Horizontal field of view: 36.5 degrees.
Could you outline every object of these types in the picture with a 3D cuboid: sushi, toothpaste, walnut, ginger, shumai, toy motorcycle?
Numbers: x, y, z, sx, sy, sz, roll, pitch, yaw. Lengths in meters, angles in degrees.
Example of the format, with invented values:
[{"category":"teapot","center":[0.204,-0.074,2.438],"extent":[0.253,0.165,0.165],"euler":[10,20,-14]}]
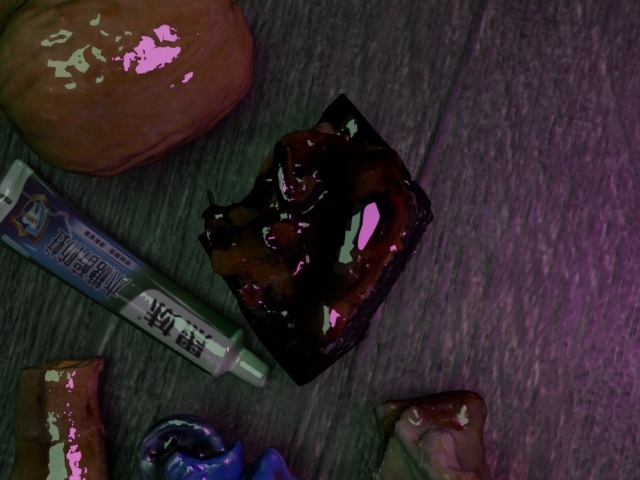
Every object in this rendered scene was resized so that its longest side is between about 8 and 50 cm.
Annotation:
[{"category":"sushi","center":[0.001,0.000,1.006],"extent":[0.227,0.212,0.215],"euler":[-38,84,2]},{"category":"toothpaste","center":[-0.220,0.048,1.100],"extent":[0.392,0.061,0.099],"euler":[33,93,8]},{"category":"walnut","center":[-0.215,-0.197,1.029],"extent":[0.282,0.227,0.283],"euler":[-8,116,-16]},{"category":"ginger","center":[-0.291,0.258,1.078],"extent":[0.109,0.116,0.263],"euler":[9,82,-34]},{"category":"shumai","center":[0.141,0.302,1.033],"extent":[0.222,0.204,0.272],"euler":[-1,118,-2]},{"category":"toy motorcycle","center":[-0.096,0.346,1.033],"extent":[0.241,0.182,0.319],"euler":[7,100,-29]}]
